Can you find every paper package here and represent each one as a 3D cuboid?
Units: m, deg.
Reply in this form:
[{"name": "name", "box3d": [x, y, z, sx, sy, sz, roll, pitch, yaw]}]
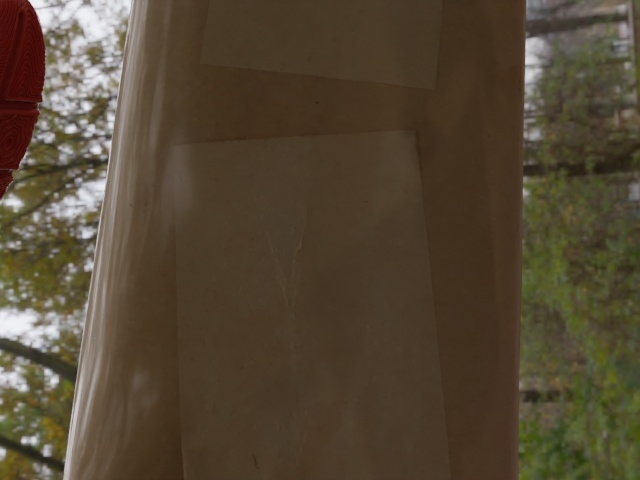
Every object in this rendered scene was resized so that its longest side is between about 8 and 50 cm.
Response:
[{"name": "paper package", "box3d": [0.000, 0.000, 0.502, 0.309, 0.168, 0.324, 87, -173, -74]}]

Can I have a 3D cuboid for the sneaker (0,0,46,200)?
[{"name": "sneaker", "box3d": [-0.225, -0.033, 0.455, 0.221, 0.128, 0.087, -65, -9, 8]}]
